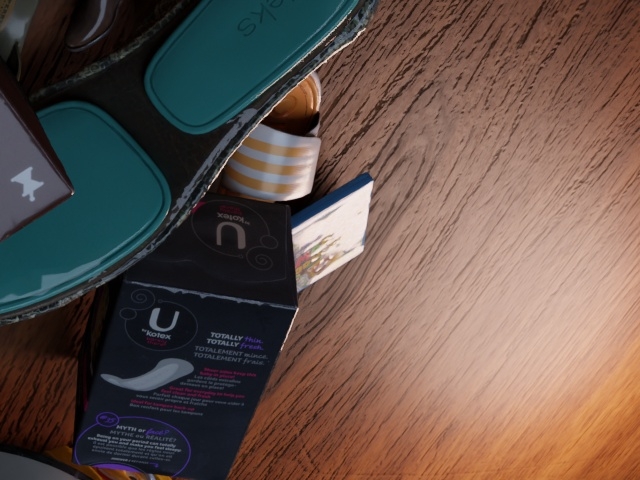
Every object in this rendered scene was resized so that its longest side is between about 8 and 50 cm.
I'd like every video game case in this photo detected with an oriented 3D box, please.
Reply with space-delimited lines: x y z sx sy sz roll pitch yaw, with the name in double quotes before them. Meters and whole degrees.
"video game case" 0.000 0.000 1.486 0.119 0.015 0.166 -31 158 -16

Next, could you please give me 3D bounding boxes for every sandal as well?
"sandal" -0.053 -0.053 1.374 0.102 0.076 0.265 -7 134 -35
"sandal" -0.267 -0.138 1.128 0.072 0.049 0.180 1 130 -40

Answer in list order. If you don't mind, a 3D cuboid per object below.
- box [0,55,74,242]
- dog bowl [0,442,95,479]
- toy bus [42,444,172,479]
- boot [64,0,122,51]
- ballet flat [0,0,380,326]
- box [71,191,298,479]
"box" -0.303 -0.088 0.989 0.168 0.203 0.167 -33 125 -4
"dog bowl" -0.369 0.396 1.407 0.408 0.150 0.408 -2 126 -3
"toy bus" -0.228 0.320 1.601 0.211 0.149 0.220 -20 140 -43
"boot" -0.194 -0.216 1.111 0.106 0.037 0.114 -51 147 -3
"ballet flat" -0.143 -0.099 1.185 0.483 0.164 0.182 -40 -175 3
"box" -0.137 0.092 1.354 0.165 0.143 0.270 10 133 -15
